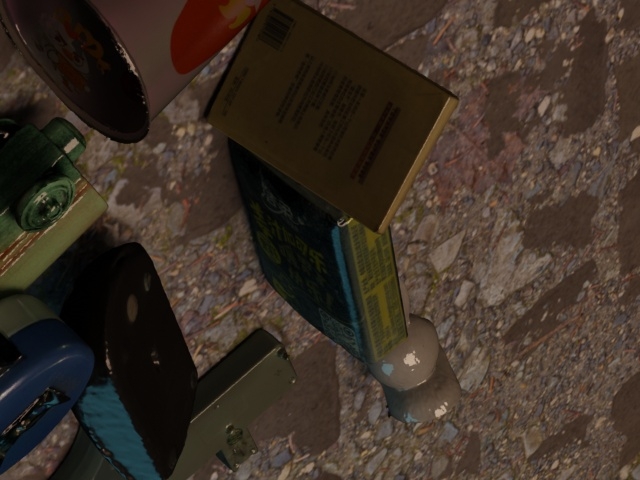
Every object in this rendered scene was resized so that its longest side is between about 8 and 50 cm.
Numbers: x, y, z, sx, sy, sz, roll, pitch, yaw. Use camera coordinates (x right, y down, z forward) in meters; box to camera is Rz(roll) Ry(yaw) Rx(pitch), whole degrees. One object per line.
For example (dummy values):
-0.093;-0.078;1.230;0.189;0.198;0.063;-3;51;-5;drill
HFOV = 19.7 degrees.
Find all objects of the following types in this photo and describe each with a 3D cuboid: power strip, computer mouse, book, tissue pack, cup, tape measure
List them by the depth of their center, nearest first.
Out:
-0.122;-0.248;1.650;0.288;0.203;0.203;-43;146;-24;cup
-0.308;0.169;1.812;0.215;0.098;0.351;-46;168;-3;tape measure
0.009;-0.133;1.855;0.161;0.231;0.026;-62;157;14;book
-0.213;0.127;1.923;0.269;0.100;0.170;73;25;-45;computer mouse
0.000;0.000;2.008;0.081;0.185;0.257;-38;144;-20;tissue pack
-0.286;0.285;2.066;0.253;0.054;0.167;-53;145;2;power strip
-0.113;0.221;2.198;0.215;0.061;0.145;-40;144;-14;power strip

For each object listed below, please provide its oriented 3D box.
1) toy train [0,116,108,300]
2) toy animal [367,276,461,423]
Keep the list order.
-0.318;0.011;1.732;0.285;0.116;0.177;-46;157;-7;toy train
0.087;0.115;2.324;0.103;0.131;0.221;-22;119;13;toy animal
